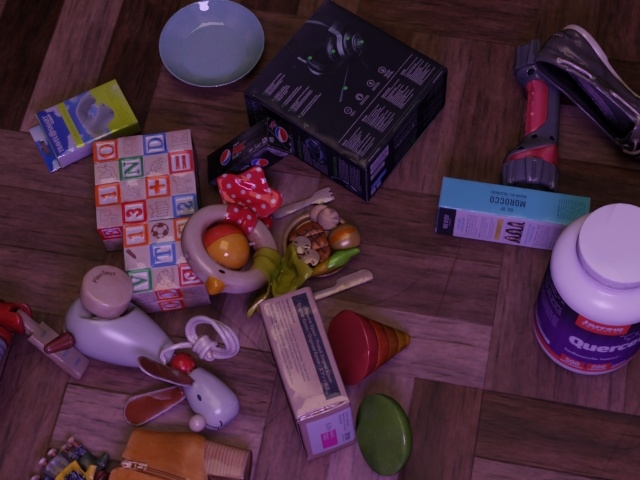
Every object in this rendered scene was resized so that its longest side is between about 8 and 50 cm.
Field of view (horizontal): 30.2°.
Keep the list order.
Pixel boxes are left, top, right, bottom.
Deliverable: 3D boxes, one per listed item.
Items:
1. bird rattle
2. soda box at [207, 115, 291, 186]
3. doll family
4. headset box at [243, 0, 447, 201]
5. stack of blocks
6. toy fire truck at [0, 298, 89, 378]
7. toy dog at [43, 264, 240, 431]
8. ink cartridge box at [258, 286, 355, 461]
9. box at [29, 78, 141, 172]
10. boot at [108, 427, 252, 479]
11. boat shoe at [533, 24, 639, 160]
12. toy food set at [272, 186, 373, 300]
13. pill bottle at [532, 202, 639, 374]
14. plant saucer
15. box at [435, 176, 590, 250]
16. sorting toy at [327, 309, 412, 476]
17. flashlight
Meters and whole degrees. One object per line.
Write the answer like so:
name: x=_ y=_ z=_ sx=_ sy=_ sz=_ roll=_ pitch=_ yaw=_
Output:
bird rattle: x=-0.128 y=-0.001 z=1.925 sx=0.207 sy=0.143 sz=0.253 roll=-9 pitch=69 yaw=-39
soda box: x=-0.122 y=-0.146 z=2.017 sx=0.053 sy=0.169 sz=0.060 roll=19 pitch=57 yaw=-38
doll family: x=-0.403 y=0.393 z=1.823 sx=0.111 sy=0.076 sz=0.193 roll=40 pitch=77 yaw=14
headset box: x=0.037 y=-0.251 z=2.073 sx=0.283 sy=0.131 sz=0.246 roll=33 pitch=71 yaw=16
stack of blocks: x=-0.286 y=-0.031 z=2.007 sx=0.171 sy=0.087 sz=0.297 roll=-8 pitch=65 yaw=-1
toy fire truck: x=-0.517 y=0.186 z=1.882 sx=0.246 sy=0.158 sz=0.217 roll=3 pitch=51 yaw=13
toy dog: x=-0.295 y=0.190 z=1.852 sx=0.334 sy=0.220 sz=0.161 roll=25 pitch=47 yaw=22
ink cartridge box: x=-0.018 y=0.206 z=1.801 sx=0.088 sy=0.234 sz=0.193 roll=-18 pitch=66 yaw=-5
box: x=-0.425 y=-0.206 z=2.122 sx=0.178 sy=0.042 sz=0.109 roll=-26 pitch=66 yaw=-11
boot: x=-0.229 y=0.431 z=1.788 sx=0.211 sy=0.104 sz=0.295 roll=4 pitch=60 yaw=10
boat shoe: x=0.496 y=-0.219 z=2.025 sx=0.095 sy=0.112 sz=0.335 roll=-40 pitch=85 yaw=-21
toy food set: x=0.000 y=0.000 z=2.006 sx=0.132 sy=0.038 sz=0.192 roll=-22 pitch=66 yaw=-8
pill bottle: x=0.428 y=0.072 z=1.796 sx=0.182 sy=0.323 sz=0.181 roll=-1 pitch=65 yaw=2
plant saucer: x=-0.199 y=-0.356 z=2.185 sx=0.195 sy=0.037 sz=0.195 roll=-1 pitch=64 yaw=2
box: x=0.318 y=-0.041 z=1.979 sx=0.244 sy=0.100 sz=0.060 roll=9 pitch=64 yaw=6
sorting toy: x=0.130 y=0.273 z=1.856 sx=0.126 sy=0.127 sz=0.365 roll=-5 pitch=64 yaw=-33
flashlight: x=0.366 y=-0.209 z=2.060 sx=0.103 sy=0.103 sz=0.304 roll=-11 pitch=58 yaw=31
